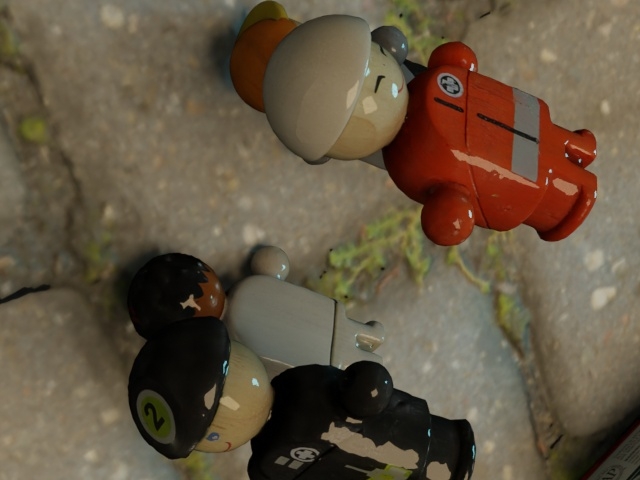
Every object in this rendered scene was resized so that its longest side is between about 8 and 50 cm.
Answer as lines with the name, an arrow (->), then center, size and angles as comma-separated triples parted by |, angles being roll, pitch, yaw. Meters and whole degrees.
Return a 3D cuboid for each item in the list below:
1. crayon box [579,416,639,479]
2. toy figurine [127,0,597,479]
crayon box -> 0.402, 0.167, 0.913 | 0.363, 0.106, 0.313 | -42, 102, -14
toy figurine -> 0.000, 0.000, 0.608 | 0.148, 0.209, 0.213 | 20, 100, -18
